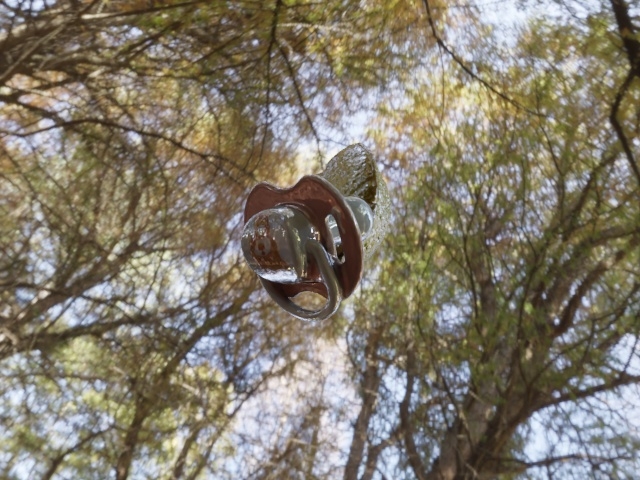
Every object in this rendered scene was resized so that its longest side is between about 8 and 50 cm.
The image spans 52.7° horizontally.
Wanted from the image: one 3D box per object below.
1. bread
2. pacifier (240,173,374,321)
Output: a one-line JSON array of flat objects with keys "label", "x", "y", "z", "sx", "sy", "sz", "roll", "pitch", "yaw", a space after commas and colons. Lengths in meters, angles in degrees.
[{"label": "bread", "x": 0.005, "y": -0.010, "z": 0.624, "sx": 0.150, "sy": 0.187, "sz": 0.065, "roll": -30, "pitch": -59, "yaw": 21}, {"label": "pacifier", "x": 0.000, "y": 0.000, "z": 0.367, "sx": 0.099, "sy": 0.078, "sz": 0.081, "roll": -1, "pitch": -72, "yaw": 49}]
